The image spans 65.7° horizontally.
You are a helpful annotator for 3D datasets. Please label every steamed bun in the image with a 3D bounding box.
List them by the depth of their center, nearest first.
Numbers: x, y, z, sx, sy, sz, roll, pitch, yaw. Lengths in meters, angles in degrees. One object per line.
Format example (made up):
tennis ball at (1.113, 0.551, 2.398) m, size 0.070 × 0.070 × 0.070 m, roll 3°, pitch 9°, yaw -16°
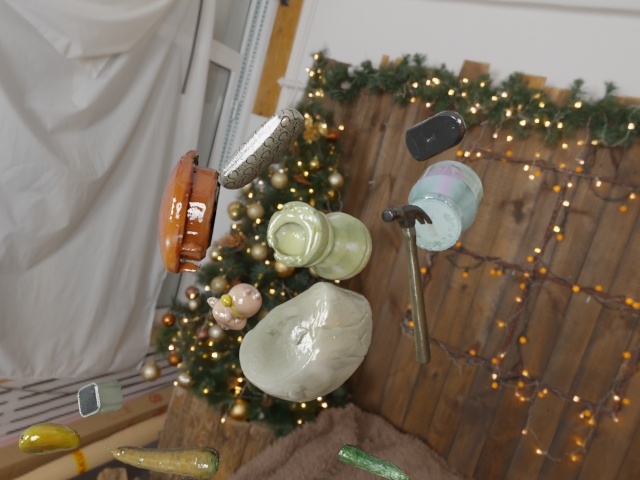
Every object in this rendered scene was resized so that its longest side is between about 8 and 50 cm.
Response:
steamed bun at (-0.028, 0.303, 1.339) m, size 0.247 × 0.384 × 0.236 m, roll 28°, pitch 33°, yaw -43°

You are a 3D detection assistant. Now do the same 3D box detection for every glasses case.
glasses case at (-0.195, -0.295, 1.630) m, size 0.085 × 0.355 × 0.137 m, roll 55°, pitch 21°, yaw 16°

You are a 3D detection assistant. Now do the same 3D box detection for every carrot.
carrot at (-0.407, 0.555, 1.264) m, size 0.298 × 0.078 × 0.078 m, roll 6°, pitch 8°, yaw 0°

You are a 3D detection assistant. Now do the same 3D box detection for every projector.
projector at (-0.624, 0.448, 1.407) m, size 0.083 × 0.083 × 0.082 m, roll -27°, pitch -21°, yaw 21°

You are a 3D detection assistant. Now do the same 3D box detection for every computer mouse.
computer mouse at (0.428, -0.386, 1.802) m, size 0.086 × 0.137 × 0.270 m, roll -27°, pitch 5°, yaw -35°

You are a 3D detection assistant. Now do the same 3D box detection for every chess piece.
chess piece at (0.000, 0.000, 1.567) m, size 0.234 × 0.234 × 0.442 m, roll 20°, pitch 1°, yaw 23°

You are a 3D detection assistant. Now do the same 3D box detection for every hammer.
hammer at (0.255, 0.120, 1.354) m, size 0.168 × 0.439 × 0.044 m, roll -10°, pitch 6°, yaw -40°

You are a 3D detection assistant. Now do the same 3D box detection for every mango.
mango at (-0.785, 0.579, 1.445) m, size 0.161 × 0.103 × 0.076 m, roll 14°, pitch 29°, yaw -26°

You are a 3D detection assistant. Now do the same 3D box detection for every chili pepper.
chili pepper at (0.166, 0.688, 1.515) m, size 0.227 × 0.059 × 0.088 m, roll 11°, pitch -20°, yaw 29°

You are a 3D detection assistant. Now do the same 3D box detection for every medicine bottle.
medicine bottle at (0.420, -0.115, 1.718) m, size 0.245 × 0.244 × 0.290 m, roll 19°, pitch 36°, yaw 16°

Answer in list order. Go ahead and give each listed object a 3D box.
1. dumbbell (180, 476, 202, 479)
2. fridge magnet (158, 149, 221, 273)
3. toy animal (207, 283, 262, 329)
dumbbell at (-0.404, 0.781, 1.548) m, size 0.147 × 0.069 × 0.069 m, roll 36°, pitch -6°, yaw -39°
fridge magnet at (-0.381, -0.081, 1.435) m, size 0.155 × 0.363 × 0.363 m, roll 9°, pitch 10°, yaw -12°
toy animal at (-0.323, 0.252, 1.911) m, size 0.165 × 0.248 × 0.149 m, roll 40°, pitch 43°, yaw -18°
